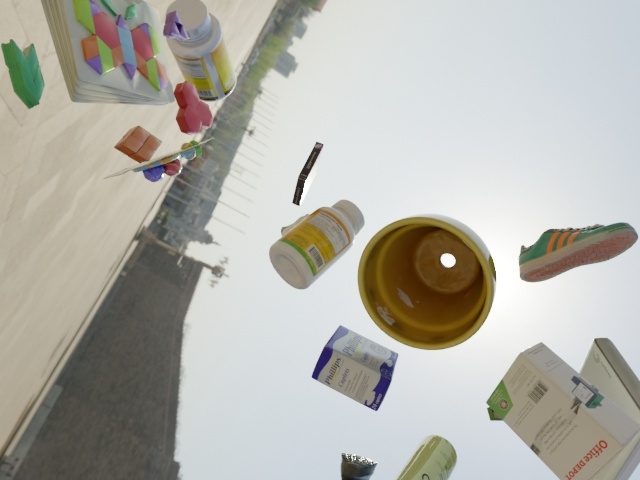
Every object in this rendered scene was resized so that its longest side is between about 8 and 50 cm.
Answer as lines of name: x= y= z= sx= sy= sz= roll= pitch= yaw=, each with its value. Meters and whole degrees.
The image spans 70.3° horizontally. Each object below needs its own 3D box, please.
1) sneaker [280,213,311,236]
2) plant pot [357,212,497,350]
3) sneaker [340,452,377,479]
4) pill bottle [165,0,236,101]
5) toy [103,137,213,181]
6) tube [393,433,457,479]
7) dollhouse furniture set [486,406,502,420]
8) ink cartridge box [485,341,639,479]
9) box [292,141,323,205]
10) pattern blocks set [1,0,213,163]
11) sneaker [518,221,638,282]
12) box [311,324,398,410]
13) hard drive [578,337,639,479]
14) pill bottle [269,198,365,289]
sneaker: x=-0.003 y=-0.053 z=1.326 sx=0.234 sy=0.090 sz=0.095 roll=-22 pitch=-145 yaw=-15
plant pot: x=0.235 y=0.062 z=0.930 sx=0.254 sy=0.254 sz=0.239 roll=-52 pitch=165 yaw=26
sneaker: x=0.107 y=0.711 z=1.353 sx=0.286 sy=0.108 sz=0.130 roll=71 pitch=32 yaw=-59
pill bottle: x=-0.259 y=-0.408 z=0.985 sx=0.215 sy=0.117 sz=0.118 roll=87 pitch=25 yaw=-72
toy: x=-0.355 y=-0.172 z=1.044 sx=0.136 sy=0.056 sz=0.237 roll=-10 pitch=-157 yaw=30
tube: x=0.122 y=0.344 z=0.605 sx=0.240 sy=0.070 sz=0.062 roll=-10 pitch=139 yaw=-57
dollhouse furniture set: x=0.550 y=0.469 z=1.287 sx=0.152 sy=0.058 sz=0.076 roll=-47 pitch=-142 yaw=44
ink cartridge box: x=0.460 y=0.337 z=0.882 sx=0.219 sy=0.092 sz=0.161 roll=47 pitch=-47 yaw=38
box: x=-0.036 y=-0.193 z=1.319 sx=0.116 sy=0.029 sz=0.162 roll=108 pitch=2 yaw=-51
pattern blocks set: x=-0.253 y=-0.244 z=0.571 sx=0.026 sy=0.286 sz=0.325 roll=-8 pitch=-160 yaw=21
sneaker: x=0.659 y=0.006 z=1.203 sx=0.302 sy=0.108 sz=0.121 roll=-31 pitch=-139 yaw=43
box: x=0.070 y=0.240 z=0.876 sx=0.072 sy=0.137 sz=0.126 roll=-69 pitch=168 yaw=13
hard drive: x=0.679 y=0.446 z=1.102 sx=0.233 sy=0.047 sz=0.354 roll=-89 pitch=179 yaw=-56
pill bottle: x=0.000 y=0.000 z=1.148 sx=0.245 sy=0.136 sz=0.136 roll=-40 pitch=-174 yaw=-32
